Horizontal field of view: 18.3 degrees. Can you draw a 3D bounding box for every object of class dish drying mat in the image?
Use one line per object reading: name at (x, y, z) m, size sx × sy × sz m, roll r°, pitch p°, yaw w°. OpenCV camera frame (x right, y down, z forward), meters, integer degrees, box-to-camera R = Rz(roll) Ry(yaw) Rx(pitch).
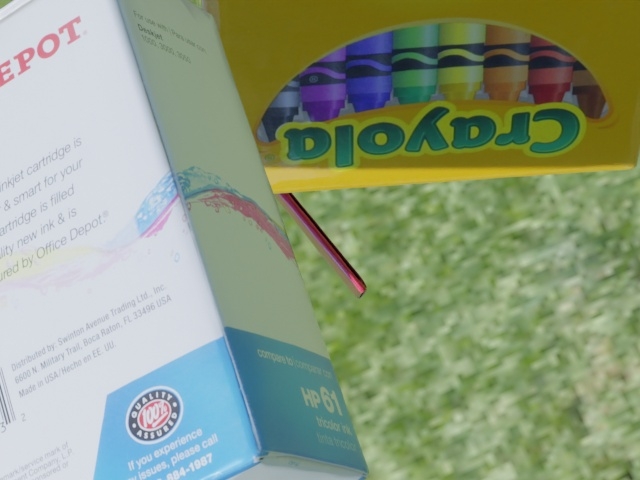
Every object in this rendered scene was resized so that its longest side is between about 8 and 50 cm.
dish drying mat at (0.000, 0.000, 1.206) m, size 0.083 × 0.008 × 0.032 m, roll 50°, pitch 170°, yaw 5°

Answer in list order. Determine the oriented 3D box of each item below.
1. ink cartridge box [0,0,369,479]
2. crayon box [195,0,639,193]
ink cartridge box at (-0.053, 0.012, 0.447) m, size 0.088 × 0.052 × 0.122 m, roll -29°, pitch 68°, yaw 23°
crayon box at (0.045, -0.128, 0.863) m, size 0.081 × 0.202 × 0.318 m, roll -98°, pitch 5°, yaw -46°
